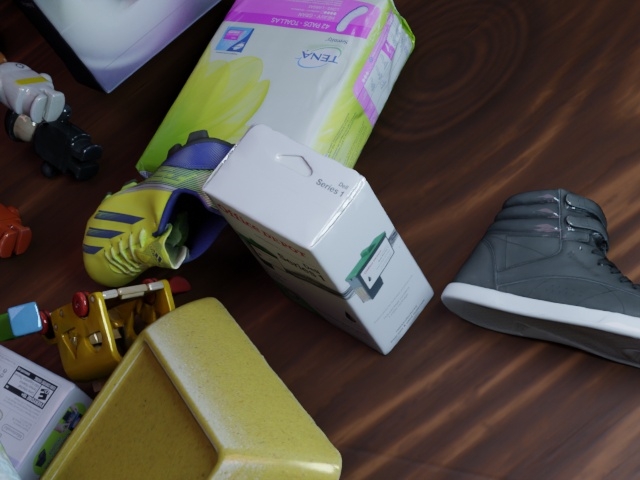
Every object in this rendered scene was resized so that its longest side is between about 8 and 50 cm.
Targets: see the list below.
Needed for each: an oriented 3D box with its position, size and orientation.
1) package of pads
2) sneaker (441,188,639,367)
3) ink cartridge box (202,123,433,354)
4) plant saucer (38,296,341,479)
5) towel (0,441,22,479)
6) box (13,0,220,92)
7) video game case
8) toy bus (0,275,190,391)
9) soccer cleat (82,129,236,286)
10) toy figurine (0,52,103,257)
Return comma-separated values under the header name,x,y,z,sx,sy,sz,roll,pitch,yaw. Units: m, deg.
name,x,y,z,sx,sy,sz,roll,pitch,yaw
package of pads,-0.044,-0.159,1.562,0.229,0.101,0.296,14,67,34
sneaker,0.266,0.029,1.283,0.296,0.104,0.146,13,71,36
ink cartridge box,0.000,0.000,1.358,0.160,0.219,0.092,28,74,37
plant saucer,-0.163,0.241,1.258,0.332,0.081,0.333,-55,36,7
towel,-0.325,0.382,1.228,0.320,0.090,0.374,44,122,39
box,-0.253,-0.385,1.629,0.296,0.294,0.183,-42,24,-9
video game case,-0.417,0.228,1.510,0.270,0.061,0.244,21,70,34
toy bus,-0.237,0.109,1.470,0.191,0.202,0.104,-16,84,7
soccer cleat,-0.181,-0.009,1.466,0.289,0.093,0.121,-37,43,42
toy figurine,-0.394,-0.111,1.627,0.148,0.209,0.213,33,76,27
